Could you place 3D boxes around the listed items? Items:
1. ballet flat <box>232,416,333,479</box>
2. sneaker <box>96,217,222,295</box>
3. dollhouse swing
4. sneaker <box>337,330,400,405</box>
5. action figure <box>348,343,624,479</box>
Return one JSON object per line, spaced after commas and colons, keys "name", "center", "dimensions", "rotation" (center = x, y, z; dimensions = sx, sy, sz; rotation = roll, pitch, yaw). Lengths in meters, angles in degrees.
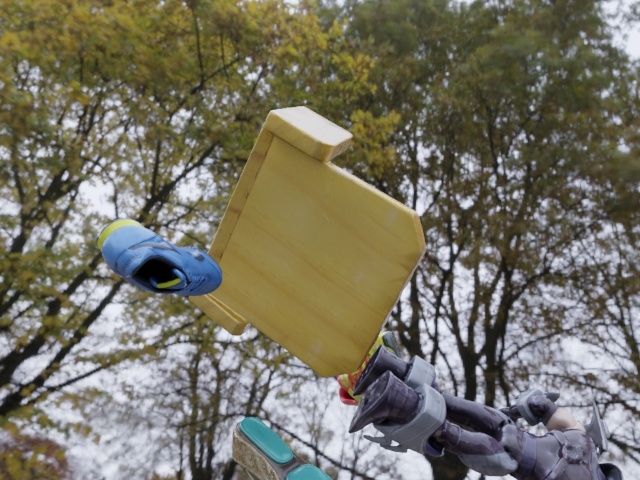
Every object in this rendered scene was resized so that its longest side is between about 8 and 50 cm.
{"name": "ballet flat", "center": [-0.044, 0.317, 0.818], "dimensions": [0.073, 0.206, 0.067], "rotation": [-4, -60, -47]}
{"name": "sneaker", "center": [-0.179, 0.043, 0.754], "dimensions": [0.069, 0.082, 0.209], "rotation": [-47, -30, 4]}
{"name": "dollhouse swing", "center": [0.000, 0.000, 1.046], "dimensions": [0.305, 0.315, 0.346], "rotation": [27, -72, 4]}
{"name": "sneaker", "center": [0.077, 0.222, 1.016], "dimensions": [0.094, 0.081, 0.208], "rotation": [-1, -42, -9]}
{"name": "action figure", "center": [0.171, 0.196, 0.593], "dimensions": [0.285, 0.185, 0.099], "rotation": [26, -61, 1]}
